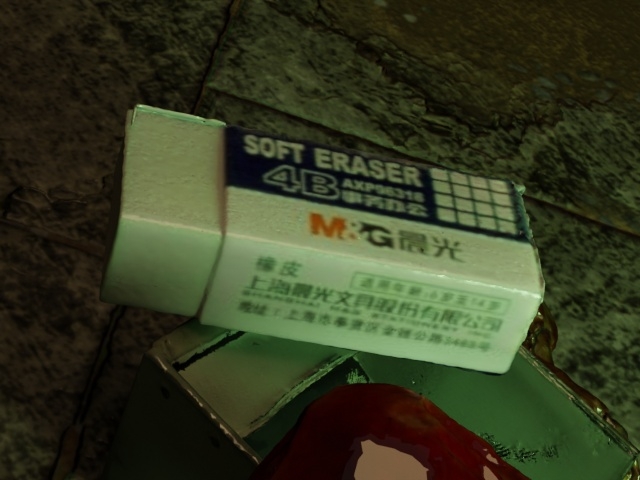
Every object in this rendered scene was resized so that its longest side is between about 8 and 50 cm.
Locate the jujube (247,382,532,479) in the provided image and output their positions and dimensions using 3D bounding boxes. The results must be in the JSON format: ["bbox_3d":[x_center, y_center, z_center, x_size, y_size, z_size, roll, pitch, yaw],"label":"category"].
[{"bbox_3d":[0.063,0.181,1.022,0.230,0.155,0.155,35,43,10],"label":"jujube"}]

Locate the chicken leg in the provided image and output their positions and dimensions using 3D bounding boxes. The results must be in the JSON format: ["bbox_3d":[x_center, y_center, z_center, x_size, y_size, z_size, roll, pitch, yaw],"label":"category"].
[{"bbox_3d":[0.182,0.131,1.412,0.087,0.107,0.251,-13,39,-1],"label":"chicken leg"}]

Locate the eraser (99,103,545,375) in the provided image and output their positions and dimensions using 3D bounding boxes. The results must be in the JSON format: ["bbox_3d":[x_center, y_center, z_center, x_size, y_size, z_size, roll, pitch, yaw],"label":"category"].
[{"bbox_3d":[0.000,0.000,1.212,0.287,0.086,0.130,11,42,-12],"label":"eraser"}]

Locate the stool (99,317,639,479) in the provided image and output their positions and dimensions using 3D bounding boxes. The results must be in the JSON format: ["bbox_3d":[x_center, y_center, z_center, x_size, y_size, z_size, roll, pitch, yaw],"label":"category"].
[{"bbox_3d":[0.028,0.160,1.251,0.269,0.170,0.243,42,47,21],"label":"stool"}]
